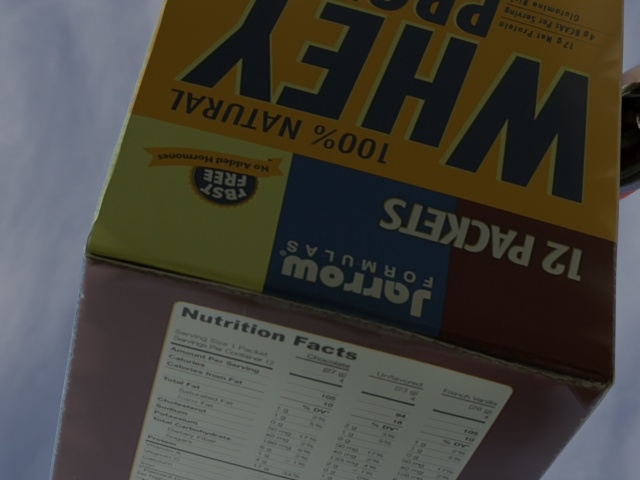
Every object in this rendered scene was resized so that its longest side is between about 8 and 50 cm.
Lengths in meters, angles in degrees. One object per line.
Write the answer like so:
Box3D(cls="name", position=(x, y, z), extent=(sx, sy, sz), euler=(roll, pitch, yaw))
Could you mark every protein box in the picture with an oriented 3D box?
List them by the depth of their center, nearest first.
Box3D(cls="protein box", position=(0.000, 0.000, 0.473), extent=(0.136, 0.201, 0.200), euler=(15, -128, -5))

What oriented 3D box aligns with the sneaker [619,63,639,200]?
Box3D(cls="sneaker", position=(0.159, -0.058, 0.577), extent=(0.158, 0.065, 0.061), euler=(-31, -95, 4))
